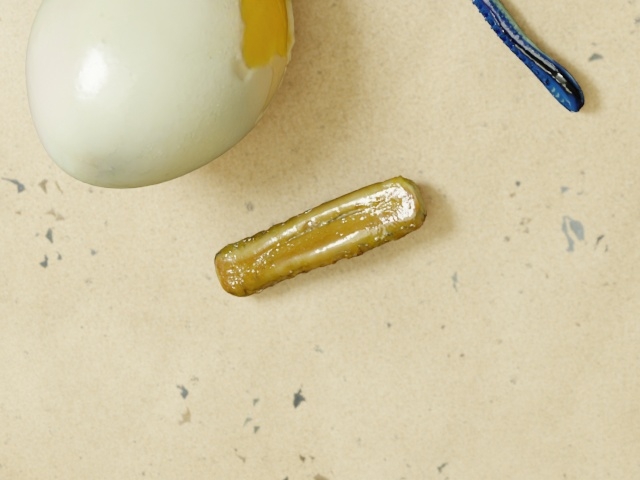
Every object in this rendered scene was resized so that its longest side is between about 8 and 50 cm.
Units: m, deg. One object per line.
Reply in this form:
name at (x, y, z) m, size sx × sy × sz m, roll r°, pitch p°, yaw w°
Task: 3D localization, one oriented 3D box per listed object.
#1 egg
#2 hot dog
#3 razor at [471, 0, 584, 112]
egg at (-0.191, -0.212, 1.731) m, size 0.283 × 0.345 × 0.283 m, roll 25°, pitch 148°, yaw 17°
hot dog at (0.000, -0.001, 1.863) m, size 0.289 × 0.068 × 0.083 m, roll -21°, pitch 73°, yaw 24°
razor at (0.186, -0.267, 1.751) m, size 0.324 × 0.093 × 0.056 m, roll 40°, pitch 75°, yaw 1°
